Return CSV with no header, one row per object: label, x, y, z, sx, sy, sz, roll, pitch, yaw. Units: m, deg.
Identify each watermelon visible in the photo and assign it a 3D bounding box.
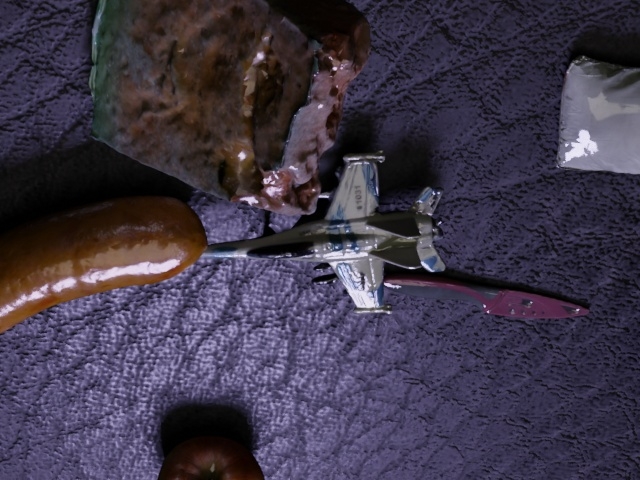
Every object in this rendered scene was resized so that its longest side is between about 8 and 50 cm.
watermelon,-0.071,-0.153,1.665,0.151,0.302,0.264,-16,131,-44

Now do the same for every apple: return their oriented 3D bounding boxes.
apple,-0.123,0.282,1.966,0.126,0.126,0.102,-1,155,-7

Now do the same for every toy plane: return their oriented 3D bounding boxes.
toy plane,0.000,-0.005,1.829,0.262,0.088,0.192,-1,116,5

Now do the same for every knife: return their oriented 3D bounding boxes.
knife,0.183,0.065,1.927,0.247,0.018,0.035,10,117,-15

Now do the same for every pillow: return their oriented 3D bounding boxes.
pillow,0.360,-0.125,1.815,0.229,0.051,0.128,4,118,-8

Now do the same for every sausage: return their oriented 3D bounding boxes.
sausage,-0.251,0.018,1.796,0.271,0.109,0.109,-16,122,4
